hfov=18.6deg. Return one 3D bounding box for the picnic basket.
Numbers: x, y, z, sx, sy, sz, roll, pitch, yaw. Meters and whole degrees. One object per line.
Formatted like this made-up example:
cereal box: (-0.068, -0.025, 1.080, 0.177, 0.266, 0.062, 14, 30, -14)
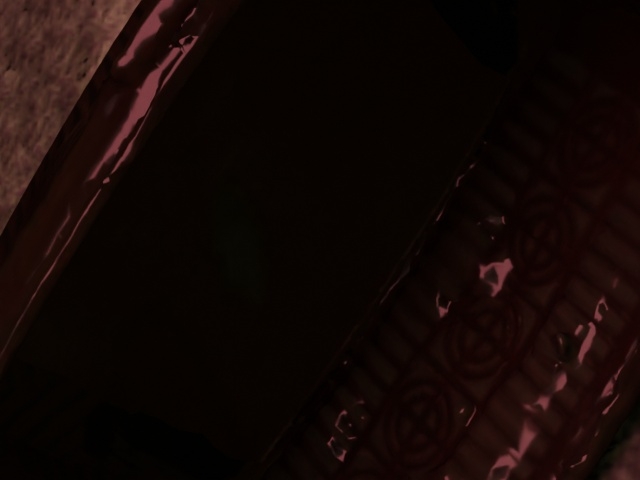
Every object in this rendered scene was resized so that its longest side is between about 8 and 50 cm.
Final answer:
picnic basket: (0.000, 0.000, 0.649, 0.297, 0.222, 0.129, -57, 27, 12)
